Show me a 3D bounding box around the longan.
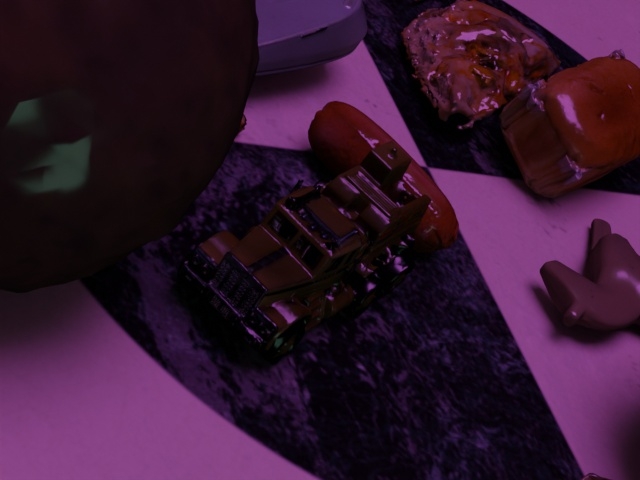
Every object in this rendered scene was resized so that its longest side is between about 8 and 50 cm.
[{"bbox_3d":[-0.242,-0.155,0.944,0.391,0.391,0.391,20,39,-17],"label":"longan"}]

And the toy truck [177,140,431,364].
[{"bbox_3d":[-0.003,0.004,1.135,0.127,0.127,0.257,45,42,14],"label":"toy truck"}]

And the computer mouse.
[{"bbox_3d":[-0.076,-0.238,1.375,0.288,0.097,0.159,-22,64,-35],"label":"computer mouse"}]

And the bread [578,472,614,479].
[{"bbox_3d":[0.234,0.256,1.005,0.178,0.135,0.240,38,40,22],"label":"bread"}]

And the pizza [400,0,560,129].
[{"bbox_3d":[0.193,-0.226,1.572,0.189,0.071,0.297,41,38,9],"label":"pizza"}]

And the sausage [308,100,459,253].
[{"bbox_3d":[0.066,-0.064,1.300,0.197,0.076,0.076,48,40,17],"label":"sausage"}]

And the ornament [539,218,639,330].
[{"bbox_3d":[0.348,0.052,1.380,0.230,0.061,0.245,27,34,-4],"label":"ornament"}]

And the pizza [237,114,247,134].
[{"bbox_3d":[-0.144,-0.124,1.246,0.160,0.035,0.099,14,41,-22],"label":"pizza"}]

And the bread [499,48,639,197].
[{"bbox_3d":[0.325,-0.145,1.520,0.241,0.107,0.136,-23,85,-48],"label":"bread"}]
